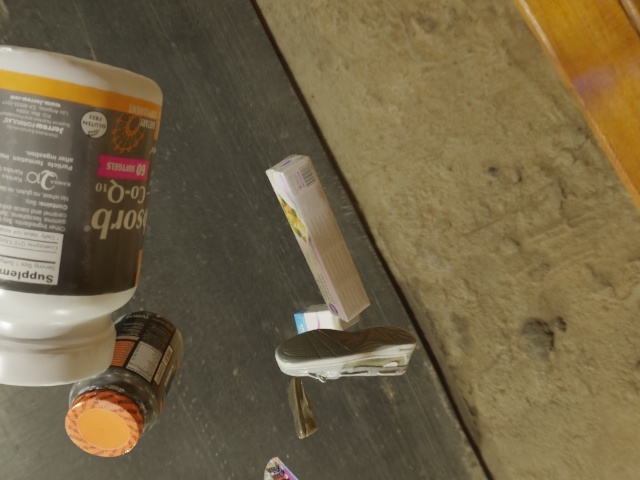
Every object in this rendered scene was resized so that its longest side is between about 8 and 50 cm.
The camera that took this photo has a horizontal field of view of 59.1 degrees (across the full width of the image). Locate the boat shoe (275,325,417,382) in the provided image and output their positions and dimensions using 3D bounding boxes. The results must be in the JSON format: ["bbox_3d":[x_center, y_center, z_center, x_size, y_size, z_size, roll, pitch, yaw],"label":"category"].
[{"bbox_3d":[0.057,0.248,1.178,0.320,0.118,0.103,-2,109,-30],"label":"boat shoe"}]

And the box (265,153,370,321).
[{"bbox_3d":[0.000,0.000,1.033,0.067,0.063,0.324,-35,117,-22],"label":"box"}]

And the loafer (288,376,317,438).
[{"bbox_3d":[-0.042,0.401,1.358,0.050,0.056,0.148,1,59,-22],"label":"loafer"}]

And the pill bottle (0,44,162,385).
[{"bbox_3d":[-0.244,-0.022,0.522,0.162,0.162,0.279,9,98,-6],"label":"pill bottle"}]

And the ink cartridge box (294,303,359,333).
[{"bbox_3d":[0.016,0.176,1.294,0.122,0.088,0.052,-12,92,31],"label":"ink cartridge box"}]

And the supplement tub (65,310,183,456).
[{"bbox_3d":[-0.469,0.339,1.371,0.206,0.338,0.207,1,115,2],"label":"supplement tub"}]

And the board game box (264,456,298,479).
[{"bbox_3d":[-0.079,0.532,1.145,0.033,0.168,0.133,-5,115,-40],"label":"board game box"}]
